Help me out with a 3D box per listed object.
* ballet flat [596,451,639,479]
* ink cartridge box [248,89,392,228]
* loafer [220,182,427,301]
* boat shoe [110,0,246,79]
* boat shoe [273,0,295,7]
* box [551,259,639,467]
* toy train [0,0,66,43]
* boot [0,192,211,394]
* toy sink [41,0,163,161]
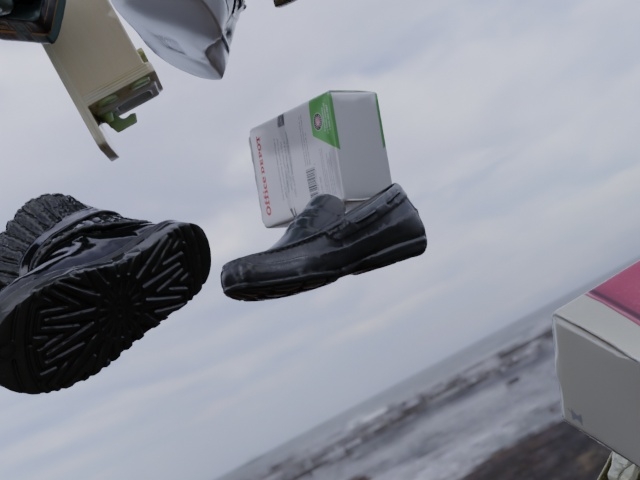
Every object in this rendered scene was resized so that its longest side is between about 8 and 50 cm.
[{"bbox_3d":[0.334,0.291,1.393,0.248,0.086,0.086,-63,-8,-2],"label":"ballet flat"},{"bbox_3d":[-0.003,-0.115,1.811,0.092,0.160,0.219,-5,-6,-35],"label":"ink cartridge box"},{"bbox_3d":[0.000,0.000,1.073,0.223,0.078,0.076,-16,-3,-40],"label":"loafer"},{"bbox_3d":[-0.117,-0.232,1.138,0.301,0.108,0.102,66,-136,-83],"label":"boat shoe"},{"bbox_3d":[-0.032,-0.241,1.111,0.049,0.042,0.133,-31,-4,6],"label":"boat shoe"},{"bbox_3d":[0.372,0.105,1.287,0.232,0.149,0.127,-28,34,-24],"label":"box"},{"bbox_3d":[-0.516,-0.355,1.720,0.334,0.142,0.190,5,-14,10],"label":"toy train"},{"bbox_3d":[-0.326,0.054,1.449,0.260,0.131,0.348,12,25,33],"label":"boot"},{"bbox_3d":[-0.329,-0.261,1.902,0.131,0.234,0.153,-29,-4,-3],"label":"toy sink"}]
